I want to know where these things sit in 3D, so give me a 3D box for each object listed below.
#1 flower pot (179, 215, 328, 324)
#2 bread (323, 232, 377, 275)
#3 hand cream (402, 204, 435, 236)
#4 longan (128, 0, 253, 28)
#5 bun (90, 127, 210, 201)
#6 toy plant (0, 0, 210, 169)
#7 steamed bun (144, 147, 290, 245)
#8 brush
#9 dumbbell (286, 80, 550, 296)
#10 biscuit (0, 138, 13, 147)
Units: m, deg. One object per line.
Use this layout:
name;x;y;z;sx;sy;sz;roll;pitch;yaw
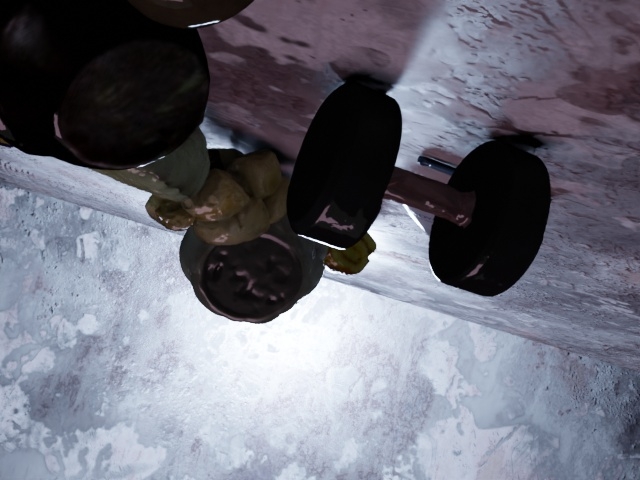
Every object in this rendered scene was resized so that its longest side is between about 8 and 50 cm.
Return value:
flower pot;-0.109;0.013;1.433;0.246;0.246;0.195;18;-155;-11
bread;0.000;0.000;1.606;0.172;0.103;0.132;15;167;42
hand cream;0.169;-0.026;1.233;0.079;0.048;0.255;15;172;25
longan;-0.070;-0.166;0.467;0.106;0.106;0.119;16;-156;8
bun;-0.224;-0.128;1.084;0.195;0.118;0.195;22;171;4
toy plant;-0.198;-0.159;0.646;0.235;0.175;0.218;43;-165;34
steamed bun;-0.133;-0.080;1.221;0.192;0.106;0.177;-22;-146;-39
brush;0.188;-0.067;1.013;0.164;0.014;0.051;19;171;-11
dumbbell;0.093;-0.046;0.838;0.218;0.152;0.152;19;173;-17
biscuit;-0.682;-0.227;1.716;0.236;0.039;0.180;20;174;-13
